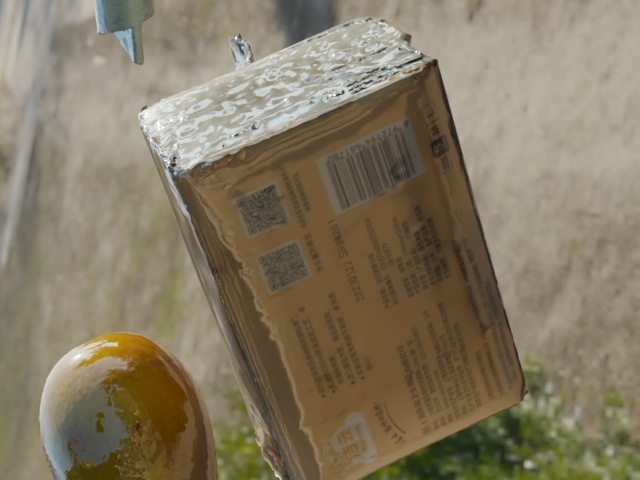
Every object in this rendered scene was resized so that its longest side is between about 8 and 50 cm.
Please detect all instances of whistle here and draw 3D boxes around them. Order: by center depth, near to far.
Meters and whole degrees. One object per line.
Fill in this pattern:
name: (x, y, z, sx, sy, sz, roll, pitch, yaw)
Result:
whistle: (-0.187, -0.286, 1.541, 0.312, 0.062, 0.062, 92, 177, -53)

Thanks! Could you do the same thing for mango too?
mango: (-0.164, 0.194, 1.447, 0.175, 0.139, 0.254, -133, 31, -52)

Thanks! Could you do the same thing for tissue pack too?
tissue pack: (0.000, 0.000, 1.304, 0.238, 0.238, 0.305, -111, 2, -62)
